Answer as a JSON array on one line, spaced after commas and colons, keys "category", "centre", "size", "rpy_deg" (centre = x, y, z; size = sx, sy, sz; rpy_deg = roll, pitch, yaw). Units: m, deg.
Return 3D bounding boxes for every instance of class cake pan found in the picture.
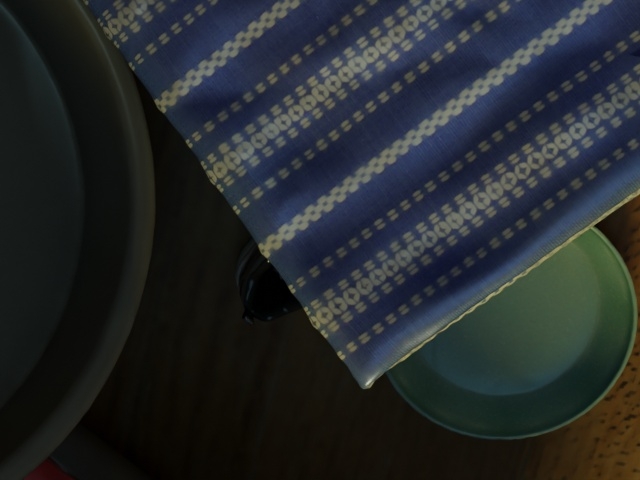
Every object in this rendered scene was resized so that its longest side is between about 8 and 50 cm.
[{"category": "cake pan", "centre": [-0.214, -0.018, 0.766], "size": [0.293, 0.054, 0.293], "rpy_deg": [2, 85, -20]}]

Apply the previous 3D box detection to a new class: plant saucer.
[{"category": "plant saucer", "centre": [0.083, 0.033, 0.867], "size": [0.119, 0.021, 0.119], "rpy_deg": [0, 110, 1]}]

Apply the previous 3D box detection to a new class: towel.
[{"category": "towel", "centre": [0.012, -0.144, 0.738], "size": [0.243, 0.040, 0.336], "rpy_deg": [-36, 87, 14]}]

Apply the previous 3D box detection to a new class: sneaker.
[{"category": "sneaker", "centre": [0.000, 0.000, 0.829], "size": [0.038, 0.069, 0.098], "rpy_deg": [35, 107, -13]}]

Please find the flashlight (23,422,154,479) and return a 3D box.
[{"category": "flashlight", "centre": [-0.120, 0.136, 0.864], "size": [0.304, 0.103, 0.103], "rpy_deg": [39, 103, -14]}]
